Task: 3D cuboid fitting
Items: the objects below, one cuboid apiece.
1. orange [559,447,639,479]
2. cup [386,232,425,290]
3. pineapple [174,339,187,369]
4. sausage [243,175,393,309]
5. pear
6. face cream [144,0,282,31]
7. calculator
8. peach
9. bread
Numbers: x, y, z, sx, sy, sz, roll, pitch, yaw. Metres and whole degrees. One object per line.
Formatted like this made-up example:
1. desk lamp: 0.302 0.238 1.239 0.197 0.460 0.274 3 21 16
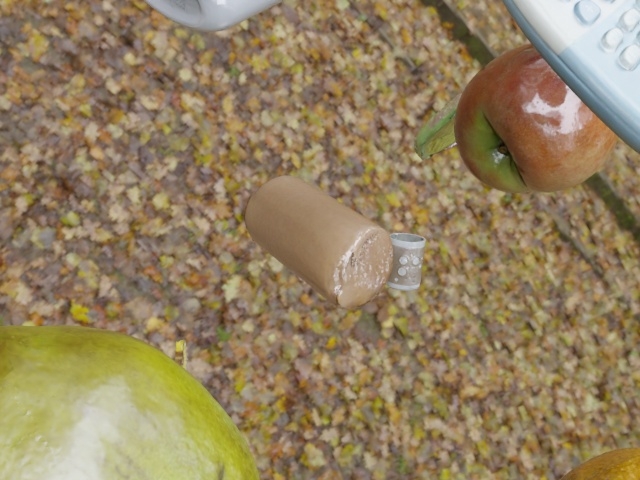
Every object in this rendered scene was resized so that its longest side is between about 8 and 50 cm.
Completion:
1. orange: 0.353 0.352 0.865 0.264 0.264 0.264 23 50 -31
2. cup: 0.150 0.043 1.530 0.102 0.074 0.099 -6 107 -36
3. pineapple: -0.234 0.208 1.328 0.019 0.045 0.083 -4 45 -1
4. sausage: 0.000 0.000 1.105 0.123 0.123 0.253 14 13 -37
5. pear: -0.256 0.276 0.841 0.413 0.352 0.352 42 43 -17
6. face cream: -0.050 -0.296 0.796 0.144 0.071 0.291 38 51 20
7. calculator: 0.245 -0.152 0.591 0.302 0.042 0.188 46 58 -1
8. peach: 0.338 -0.191 1.237 0.253 0.252 0.252 23 50 -31
9. bread: 0.298 -0.258 1.539 0.301 0.301 0.045 -26 78 -49
